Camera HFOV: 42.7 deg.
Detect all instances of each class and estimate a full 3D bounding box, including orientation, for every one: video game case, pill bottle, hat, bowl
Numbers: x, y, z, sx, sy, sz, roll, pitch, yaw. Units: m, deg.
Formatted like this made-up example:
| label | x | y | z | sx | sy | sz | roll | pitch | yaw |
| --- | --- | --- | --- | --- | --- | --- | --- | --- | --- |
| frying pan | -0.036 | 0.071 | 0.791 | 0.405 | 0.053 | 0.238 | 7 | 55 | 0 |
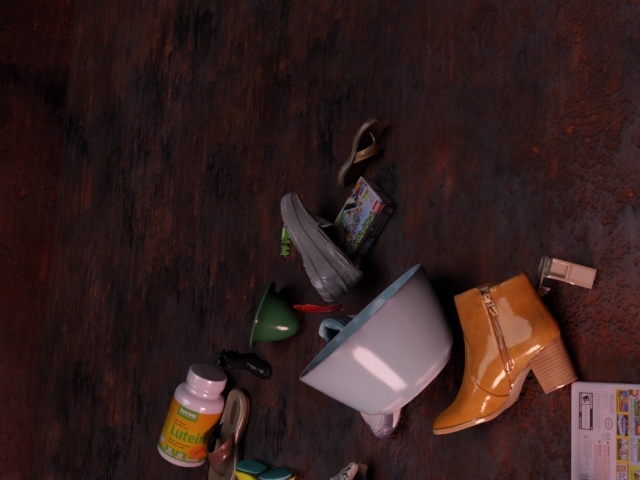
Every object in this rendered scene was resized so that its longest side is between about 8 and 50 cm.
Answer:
| label | x | y | z | sx | sy | sz | roll | pitch | yaw |
| --- | --- | --- | --- | --- | --- | --- | --- | --- | --- |
| video game case | 0.469 | 0.329 | 1.223 | 0.206 | 0.026 | 0.226 | -9 | 74 | 52 |
| pill bottle | -0.329 | 0.454 | 2.143 | 0.136 | 0.136 | 0.245 | 34 | 109 | 50 |
| hat | -0.057 | 0.201 | 1.942 | 0.208 | 0.184 | 0.172 | 40 | -113 | -85 |
| bowl | 0.126 | 0.205 | 1.517 | 0.163 | 0.311 | 0.311 | 47 | 128 | 2 |

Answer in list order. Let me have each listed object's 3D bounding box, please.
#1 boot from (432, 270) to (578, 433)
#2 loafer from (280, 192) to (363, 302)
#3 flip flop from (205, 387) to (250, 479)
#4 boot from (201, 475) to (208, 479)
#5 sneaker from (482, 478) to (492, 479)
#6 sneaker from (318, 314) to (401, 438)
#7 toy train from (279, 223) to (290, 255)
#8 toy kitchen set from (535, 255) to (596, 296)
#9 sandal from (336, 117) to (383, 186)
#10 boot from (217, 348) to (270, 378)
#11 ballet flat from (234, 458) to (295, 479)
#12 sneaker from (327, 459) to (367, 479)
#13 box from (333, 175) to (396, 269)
| label | x | y | z | sx | sy | sz | roll | pitch | yaw |
| --- | --- | --- | --- | --- | --- | --- | --- | --- | --- |
| boot | 0.275 | 0.193 | 1.403 | 0.295 | 0.104 | 0.211 | -34 | 76 | 30 |
| loafer | 0.000 | 0.000 | 1.800 | 0.112 | 0.112 | 0.319 | -30 | 50 | 3 |
| flip flop | -0.246 | 0.510 | 2.066 | 0.112 | 0.080 | 0.276 | 12 | 89 | 49 |
| boot | -0.303 | 0.722 | 2.106 | 0.152 | 0.073 | 0.197 | -47 | 45 | 42 |
| sneaker | 0.278 | 0.553 | 1.378 | 0.129 | 0.111 | 0.296 | 10 | 93 | 37 |
| sneaker | 0.068 | 0.279 | 1.678 | 0.110 | 0.122 | 0.283 | -51 | 45 | 34 |
| toy train | -0.087 | -0.003 | 2.027 | 0.017 | 0.024 | 0.083 | -3 | 80 | 52 |
| toy kitchen set | 0.404 | 0.069 | 1.364 | 0.083 | 0.075 | 0.068 | -23 | -52 | -87 |
| sandal | 0.096 | -0.187 | 1.799 | 0.049 | 0.072 | 0.180 | 43 | 118 | 31 |
| boot | -0.192 | 0.308 | 2.030 | 0.121 | 0.099 | 0.045 | 31 | 108 | 51 |
| ballet flat | -0.124 | 0.567 | 1.916 | 0.231 | 0.077 | 0.077 | -8 | 97 | 54 |
| sneaker | 0.104 | 0.587 | 1.555 | 0.182 | 0.158 | 0.410 | -52 | 47 | 15 |
| box | 0.079 | -0.025 | 1.805 | 0.207 | 0.036 | 0.114 | -61 | 41 | 23 |
